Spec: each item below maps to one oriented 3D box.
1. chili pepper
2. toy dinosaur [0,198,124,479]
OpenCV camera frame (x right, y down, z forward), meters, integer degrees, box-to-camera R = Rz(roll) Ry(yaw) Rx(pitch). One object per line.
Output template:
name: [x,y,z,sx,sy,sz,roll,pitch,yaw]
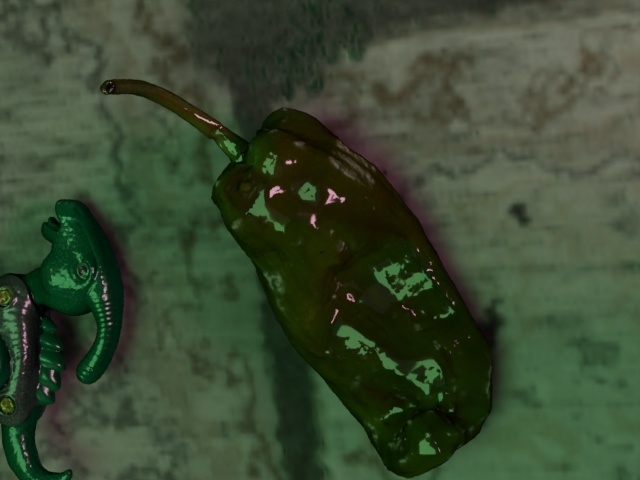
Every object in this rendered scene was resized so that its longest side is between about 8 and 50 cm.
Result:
chili pepper: [0.002,-0.001,0.728,0.072,0.073,0.204,-33,96,8]
toy dinosaur: [-0.134,0.049,0.809,0.096,0.059,0.132,-4,89,20]
